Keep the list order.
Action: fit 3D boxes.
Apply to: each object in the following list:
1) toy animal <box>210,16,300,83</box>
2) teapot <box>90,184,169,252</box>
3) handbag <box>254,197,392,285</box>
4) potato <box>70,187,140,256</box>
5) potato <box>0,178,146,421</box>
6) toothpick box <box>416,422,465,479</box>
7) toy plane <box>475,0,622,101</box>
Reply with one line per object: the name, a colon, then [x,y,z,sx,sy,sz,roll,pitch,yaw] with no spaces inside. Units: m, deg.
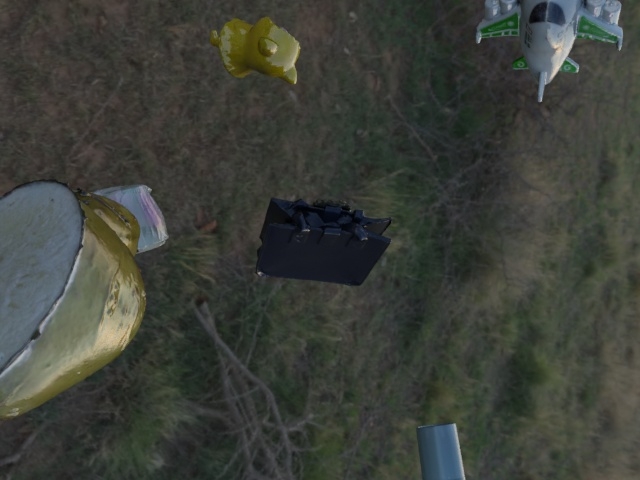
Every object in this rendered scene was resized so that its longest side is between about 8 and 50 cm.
toy animal: [-0.160,-0.452,1.571,0.156,0.229,0.156,-29,128,-45]
teapot: [-0.509,-0.052,1.669,0.163,0.221,0.178,-117,-166,-82]
handbag: [0.000,0.000,1.683,0.329,0.303,0.122,115,-20,-64]
potato: [-0.436,-0.019,1.275,0.140,0.172,0.300,-63,178,-8]
potato: [-0.349,0.100,0.800,0.299,0.246,0.196,-45,142,-11]
toothpick box: [0.147,0.268,0.809,0.052,0.052,0.083,14,66,-54]
toy plane: [0.280,-0.256,0.817,0.174,0.173,0.080,50,50,-46]
